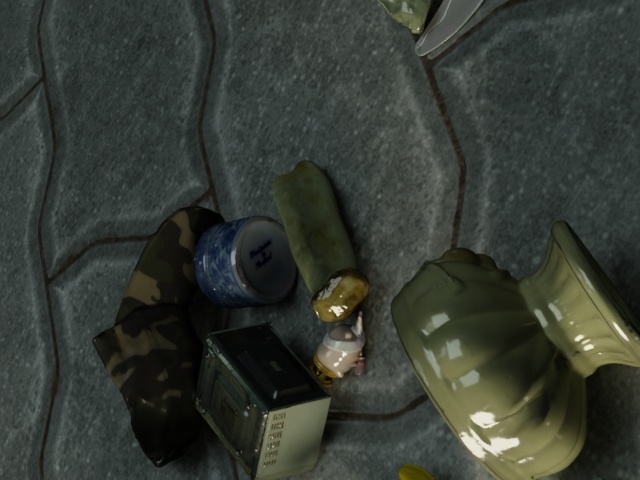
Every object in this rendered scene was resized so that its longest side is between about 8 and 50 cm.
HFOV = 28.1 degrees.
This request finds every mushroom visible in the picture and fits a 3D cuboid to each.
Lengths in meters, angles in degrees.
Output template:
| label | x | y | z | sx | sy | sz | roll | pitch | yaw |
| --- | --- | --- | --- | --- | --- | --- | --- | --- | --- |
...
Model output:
| label | x | y | z | sx | sy | sz | roll | pitch | yaw |
| --- | --- | --- | --- | --- | --- | --- | --- | --- | --- |
| mushroom | 0.000 | 0.000 | 2.014 | 0.100 | 0.081 | 0.312 | -31 | 46 | 11 |

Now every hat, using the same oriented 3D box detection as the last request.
| label | x | y | z | sx | sy | sz | roll | pitch | yaw |
| --- | --- | --- | --- | --- | --- | --- | --- | --- | --- |
| hat | 0.147 | -0.419 | 2.027 | 0.166 | 0.081 | 0.122 | -61 | 34 | 2 |
| hat | -0.226 | 0.157 | 2.126 | 0.257 | 0.366 | 0.382 | 40 | 79 | 10 |

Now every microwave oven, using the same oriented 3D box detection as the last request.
| label | x | y | z | sx | sy | sz | roll | pitch | yaw |
| --- | --- | --- | --- | --- | --- | --- | --- | --- | --- |
| microwave oven | -0.097 | 0.246 | 1.960 | 0.205 | 0.129 | 0.163 | 44 | 134 | 44 |

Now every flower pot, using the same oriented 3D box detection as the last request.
| label | x | y | z | sx | sy | sz | roll | pitch | yaw |
| --- | --- | --- | --- | --- | --- | --- | --- | --- | --- |
| flower pot | 0.260 | 0.123 | 1.586 | 0.244 | 0.307 | 0.307 | -34 | 52 | 12 |

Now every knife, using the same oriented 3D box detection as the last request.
| label | x | y | z | sx | sy | sz | roll | pitch | yaw |
| --- | --- | --- | --- | --- | --- | --- | --- | --- | --- |
| knife | 0.249 | -0.422 | 1.972 | 0.081 | 0.043 | 0.336 | 42 | 112 | 38 |

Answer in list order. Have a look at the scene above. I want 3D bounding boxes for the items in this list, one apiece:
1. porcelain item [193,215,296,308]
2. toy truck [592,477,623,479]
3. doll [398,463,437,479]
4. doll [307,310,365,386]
| label | x | y | z | sx | sy | sz | roll | pitch | yaw |
| --- | --- | --- | --- | --- | --- | --- | --- | --- | --- |
| porcelain item | -0.124 | 0.037 | 2.081 | 0.114 | 0.147 | 0.147 | -9 | 69 | 42 |
| toy truck | 0.309 | 0.418 | 1.547 | 0.140 | 0.108 | 0.257 | -8 | 66 | 29 |
| doll | 0.097 | 0.434 | 1.743 | 0.237 | 0.111 | 0.252 | -46 | 57 | 24 |
| doll | 0.040 | 0.168 | 1.936 | 0.084 | 0.073 | 0.127 | 41 | 112 | 11 |
